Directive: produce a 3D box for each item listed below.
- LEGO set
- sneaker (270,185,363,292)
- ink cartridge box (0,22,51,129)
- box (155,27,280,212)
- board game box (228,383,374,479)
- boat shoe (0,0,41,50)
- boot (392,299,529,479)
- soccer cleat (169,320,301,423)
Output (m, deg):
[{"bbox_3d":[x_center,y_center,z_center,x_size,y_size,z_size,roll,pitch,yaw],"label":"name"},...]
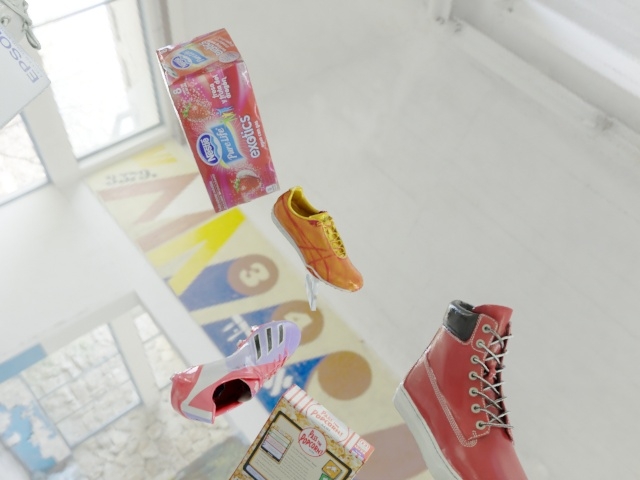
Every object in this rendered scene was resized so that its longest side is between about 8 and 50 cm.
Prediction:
[{"bbox_3d":[-0.050,0.016,1.530,0.182,0.060,0.244,98,-18,-51],"label":"LEGO set"},{"bbox_3d":[0.000,0.000,0.926,0.175,0.064,0.067,48,-55,5],"label":"sneaker"},{"bbox_3d":[-0.357,-0.173,0.552,0.223,0.045,0.224,53,23,-27],"label":"ink cartridge box"},{"bbox_3d":[-0.162,-0.189,1.078,0.128,0.122,0.257,-117,-170,-45],"label":"box"},{"bbox_3d":[-0.033,0.327,0.956,0.146,0.045,0.194,37,-66,13],"label":"board game box"},{"bbox_3d":[-0.440,-0.299,0.872,0.136,0.367,0.156,47,18,24],"label":"boat shoe"},{"bbox_3d":[0.179,0.169,0.702,0.176,0.088,0.244,-63,-150,16],"label":"boot"},{"bbox_3d":[-0.100,0.186,0.943,0.095,0.248,0.083,19,-64,36],"label":"soccer cleat"}]
